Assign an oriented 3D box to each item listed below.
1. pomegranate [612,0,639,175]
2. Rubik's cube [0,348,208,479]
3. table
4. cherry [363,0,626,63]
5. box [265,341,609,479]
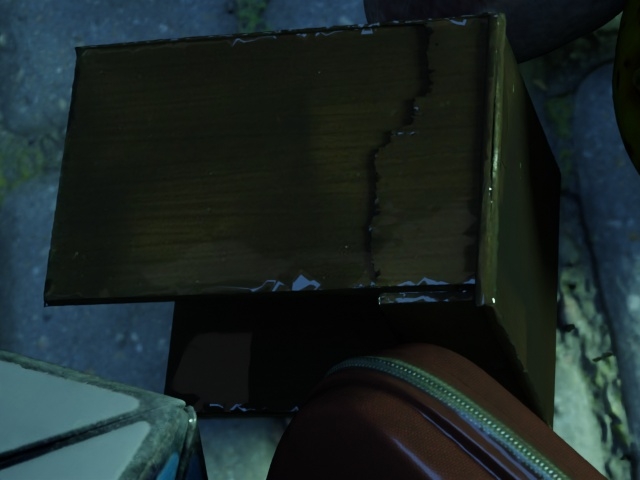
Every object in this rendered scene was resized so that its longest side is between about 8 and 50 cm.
[{"bbox_3d":[0.333,-0.106,1.272,0.286,0.231,0.231,-5,66,2],"label":"pomegranate"},{"bbox_3d":[-0.224,0.233,1.217,0.255,0.259,0.260,12,41,22],"label":"Rubik's cube"},{"bbox_3d":[0.000,0.000,1.297,0.282,0.250,0.196,-2,68,15],"label":"table"},{"bbox_3d":[0.138,-0.229,1.387,0.266,0.183,0.213,-34,44,15],"label":"cherry"},{"bbox_3d":[0.129,0.238,1.160,0.108,0.263,0.404,-32,63,-34],"label":"box"}]
